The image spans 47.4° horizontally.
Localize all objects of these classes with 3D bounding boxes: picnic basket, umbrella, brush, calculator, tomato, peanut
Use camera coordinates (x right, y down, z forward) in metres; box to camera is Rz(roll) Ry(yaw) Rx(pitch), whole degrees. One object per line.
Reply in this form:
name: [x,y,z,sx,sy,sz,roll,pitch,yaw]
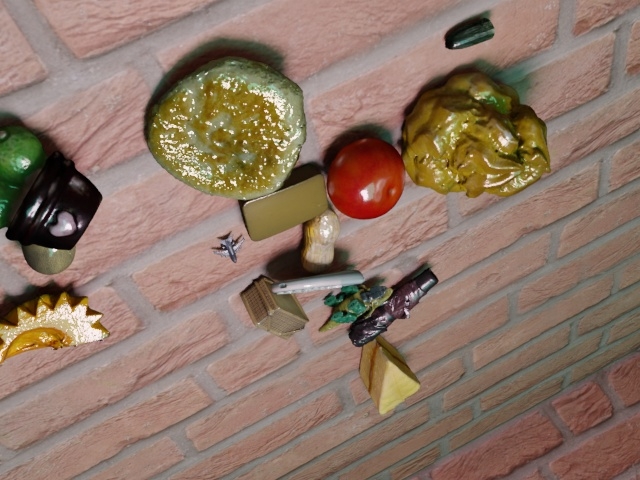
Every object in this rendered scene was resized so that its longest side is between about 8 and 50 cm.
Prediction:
picnic basket: [-0.115,0.173,1.849,0.079,0.115,0.164,-41,142,12]
umbrella: [0.212,0.195,2.128,0.326,0.094,0.090,-42,98,15]
brush: [-0.083,-0.086,1.628,0.197,0.059,0.123,-23,139,-14]
calculator: [0.001,0.104,1.830,0.184,0.042,0.295,-11,174,37]
tomato: [0.108,-0.135,1.624,0.195,0.136,0.195,-27,132,-34]
peanut: [0.000,0.000,1.762,0.087,0.087,0.206,-14,138,-23]

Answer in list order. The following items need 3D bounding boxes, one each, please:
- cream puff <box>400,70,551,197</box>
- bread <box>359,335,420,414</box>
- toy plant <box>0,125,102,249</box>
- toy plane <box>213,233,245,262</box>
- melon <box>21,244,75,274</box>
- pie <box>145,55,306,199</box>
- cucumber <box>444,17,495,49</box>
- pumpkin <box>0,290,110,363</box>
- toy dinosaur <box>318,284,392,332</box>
cream puff: [0.358,-0.205,1.651,0.325,0.257,0.291,11,121,-42]
bread: [0.172,0.406,2.278,0.163,0.167,0.264,-37,139,7]
toy plant: [-0.516,-0.079,1.264,0.235,0.175,0.218,31,106,-20]
toy plane: [-0.208,0.021,1.684,0.079,0.031,0.083,-24,142,-10]
melon: [-0.521,0.009,1.398,0.098,0.098,0.130,-12,142,-24]
pie: [-0.177,-0.206,1.389,0.324,0.070,0.323,-4,133,-5]
cucumber: [0.308,-0.430,1.532,0.105,0.048,0.048,-22,142,-10]
pumpkin: [-0.597,0.173,1.552,0.254,0.149,0.130,-15,100,-24]
toy dinosaur: [0.072,0.192,2.032,0.259,0.094,0.153,-34,150,24]
